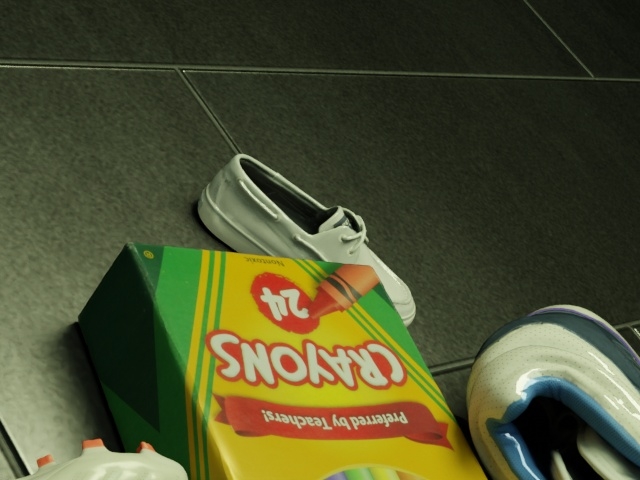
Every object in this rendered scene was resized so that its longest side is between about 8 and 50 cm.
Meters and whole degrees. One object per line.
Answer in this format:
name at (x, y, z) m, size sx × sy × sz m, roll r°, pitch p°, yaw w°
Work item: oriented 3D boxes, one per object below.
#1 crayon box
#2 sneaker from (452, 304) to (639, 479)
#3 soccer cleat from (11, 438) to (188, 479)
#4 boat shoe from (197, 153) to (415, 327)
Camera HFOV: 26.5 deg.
crayon box at (0.001, 0.148, 0.806) m, size 0.202 × 0.081 × 0.318 m, roll 6°, pitch 44°, yaw -40°
sneaker at (0.221, 0.181, 0.875) m, size 0.323 × 0.130 × 0.236 m, roll 46°, pitch 18°, yaw 6°
soccer cleat at (-0.151, 0.150, 0.678) m, size 0.196 × 0.068 × 0.076 m, roll -2°, pitch 54°, yaw -36°
boat shoe at (0.000, 0.000, 1.005) m, size 0.184 × 0.063 × 0.066 m, roll 36°, pitch 32°, yaw -2°
